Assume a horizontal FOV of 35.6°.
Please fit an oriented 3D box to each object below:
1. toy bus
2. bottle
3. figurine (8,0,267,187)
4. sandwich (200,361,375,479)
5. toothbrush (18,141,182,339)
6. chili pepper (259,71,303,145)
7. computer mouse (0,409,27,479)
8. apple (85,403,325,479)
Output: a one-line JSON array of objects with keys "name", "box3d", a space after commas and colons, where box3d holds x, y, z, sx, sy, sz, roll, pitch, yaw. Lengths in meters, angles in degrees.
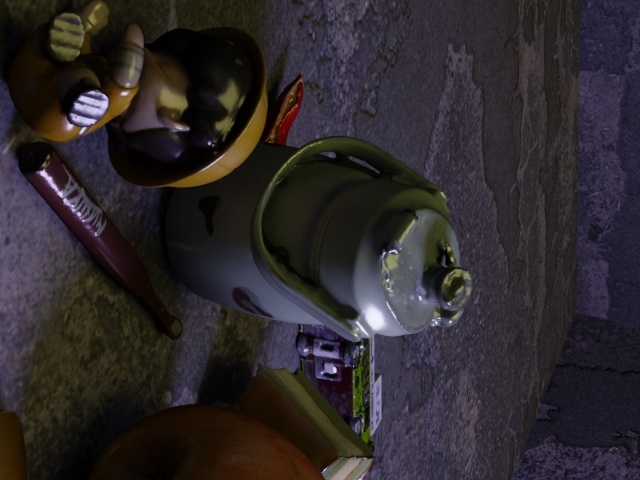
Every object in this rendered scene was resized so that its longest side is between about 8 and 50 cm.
[{"name": "toy bus", "box3d": [0.036, 0.206, 1.617, 0.139, 0.113, 0.301, -44, 138, -56]}, {"name": "bottle", "box3d": [0.000, 0.000, 1.118, 0.229, 0.352, 0.229, -14, 110, -42]}, {"name": "figurine", "box3d": [-0.170, -0.136, 0.963, 0.257, 0.192, 0.167, 2, 128, -42]}, {"name": "sandwich", "box3d": [-0.081, 0.300, 1.344, 0.227, 0.198, 0.155, -48, 153, 7]}, {"name": "toothbrush", "box3d": [-0.219, 0.016, 1.068, 0.041, 0.041, 0.364, -66, 153, -25]}, {"name": "chili pepper", "box3d": [-0.076, -0.102, 1.312, 0.059, 0.050, 0.268, 26, 71, -22]}, {"name": "computer mouse", "box3d": [-0.356, 0.256, 0.852, 0.310, 0.072, 0.158, -27, 123, -58]}, {"name": "apple", "box3d": [-0.137, 0.322, 1.090, 0.301, 0.301, 0.301, -39, 135, -54]}]
